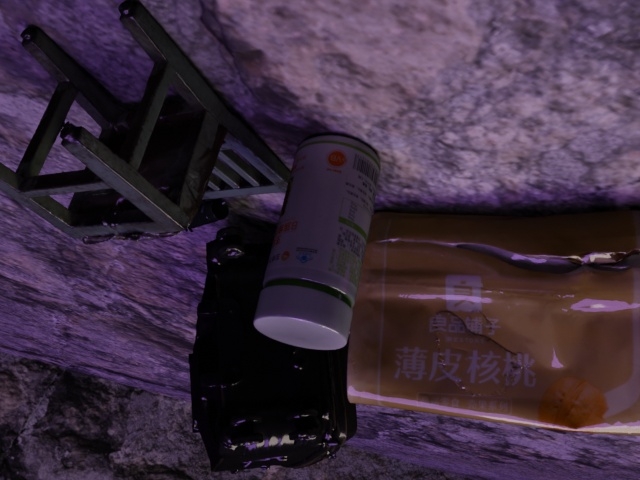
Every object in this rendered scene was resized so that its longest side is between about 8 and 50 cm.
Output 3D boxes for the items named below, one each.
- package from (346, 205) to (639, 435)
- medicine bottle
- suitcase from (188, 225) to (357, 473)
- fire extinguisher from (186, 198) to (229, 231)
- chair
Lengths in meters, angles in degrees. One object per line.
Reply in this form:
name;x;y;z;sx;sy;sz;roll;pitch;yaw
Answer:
package;0.190;0.057;0.686;0.310;0.221;0.165;3;134;19
medicine bottle;0.000;0.000;0.620;0.086;0.184;0.086;10;155;5
suitcase;-0.080;0.168;0.922;0.194;0.283;0.434;-1;158;-15
fire extinguisher;-0.147;-0.033;0.816;0.083;0.025;0.038;-15;107;45
chair;-0.152;-0.060;0.610;0.136;0.147;0.270;-2;151;28
